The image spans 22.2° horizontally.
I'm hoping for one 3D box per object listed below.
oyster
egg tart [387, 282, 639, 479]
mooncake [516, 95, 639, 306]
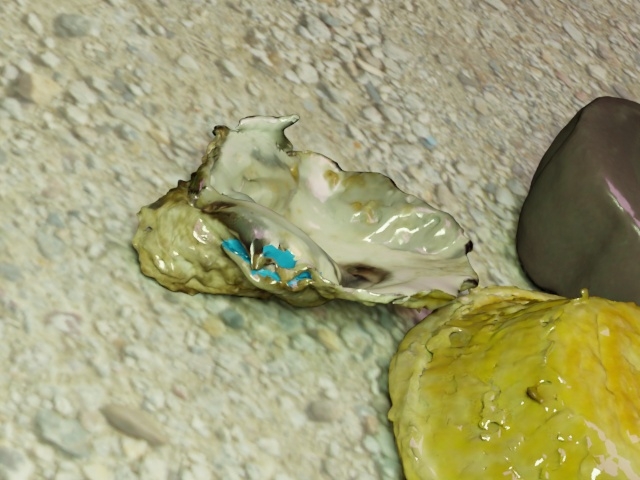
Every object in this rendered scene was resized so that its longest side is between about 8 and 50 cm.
[{"bbox_3d":[0.000,0.000,1.156,0.223,0.083,0.214,30,32,8],"label":"oyster"},{"bbox_3d":[0.201,0.147,1.128,0.341,0.132,0.341,24,37,-19],"label":"egg tart"},{"bbox_3d":[0.278,0.000,1.375,0.245,0.133,0.245,25,35,-19],"label":"mooncake"}]
